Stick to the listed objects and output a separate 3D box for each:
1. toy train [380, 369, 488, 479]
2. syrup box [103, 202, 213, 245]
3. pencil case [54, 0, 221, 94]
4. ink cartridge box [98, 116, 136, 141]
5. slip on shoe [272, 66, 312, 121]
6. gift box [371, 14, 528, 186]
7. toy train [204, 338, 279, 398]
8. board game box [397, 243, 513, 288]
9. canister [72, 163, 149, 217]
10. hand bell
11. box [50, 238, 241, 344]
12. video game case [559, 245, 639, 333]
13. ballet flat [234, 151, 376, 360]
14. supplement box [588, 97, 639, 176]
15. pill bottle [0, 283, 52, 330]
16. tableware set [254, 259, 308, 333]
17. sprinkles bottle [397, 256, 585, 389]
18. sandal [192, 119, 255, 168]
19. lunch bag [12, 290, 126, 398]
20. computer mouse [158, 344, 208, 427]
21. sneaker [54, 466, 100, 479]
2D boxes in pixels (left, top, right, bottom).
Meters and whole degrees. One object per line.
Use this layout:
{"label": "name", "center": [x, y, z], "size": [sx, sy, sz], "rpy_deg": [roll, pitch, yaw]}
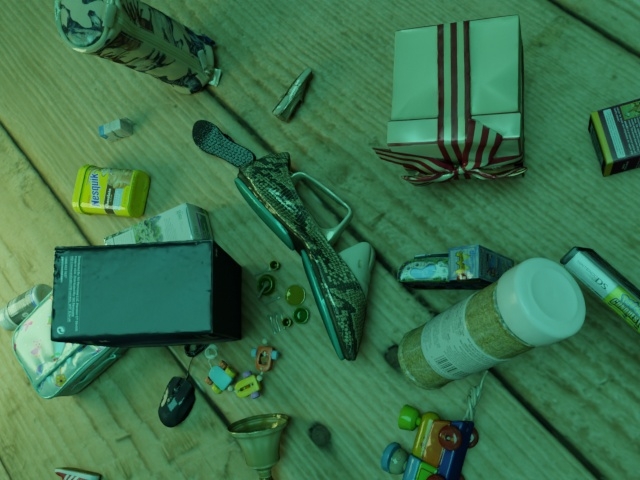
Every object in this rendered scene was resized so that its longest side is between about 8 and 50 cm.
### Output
{"label": "toy train", "center": [0.207, 0.336, 1.060], "size": [0.143, 0.105, 0.248], "rpy_deg": [14, 84, 36]}
{"label": "syrup box", "center": [-0.373, 0.003, 1.346], "size": [0.236, 0.096, 0.093], "rpy_deg": [-21, 74, 16]}
{"label": "pencil case", "center": [-0.387, -0.442, 1.273], "size": [0.183, 0.410, 0.160], "rpy_deg": [14, 95, 19]}
{"label": "ink cartridge box", "center": [-0.518, -0.284, 1.486], "size": [0.083, 0.048, 0.028], "rpy_deg": [-15, 74, 18]}
{"label": "slip on shoe", "center": [-0.056, -0.332, 1.324], "size": [0.041, 0.051, 0.135], "rpy_deg": [36, 84, -16]}
{"label": "gift box", "center": [0.245, -0.237, 1.067], "size": [0.255, 0.276, 0.258], "rpy_deg": [-1, 80, 26]}
{"label": "toy train", "center": [-0.165, 0.272, 1.241], "size": [0.166, 0.046, 0.125], "rpy_deg": [-1, 78, 18]}
{"label": "board game box", "center": [0.243, 0.051, 1.045], "size": [0.194, 0.194, 0.060], "rpy_deg": [-2, 79, 20]}
{"label": "canister", "center": [-0.518, -0.121, 1.441], "size": [0.169, 0.073, 0.126], "rpy_deg": [6, 82, 20]}
{"label": "hand bell", "center": [-0.109, 0.484, 1.156], "size": [0.126, 0.126, 0.242], "rpy_deg": [-8, 88, 19]}
{"label": "box", "center": [-0.324, 0.117, 1.156], "size": [0.294, 0.296, 0.183], "rpy_deg": [-4, 78, 2]}
{"label": "video game case", "center": [0.494, 0.106, 0.894], "size": [0.248, 0.275, 0.035], "rpy_deg": [47, 111, 22]}
{"label": "ballet flat", "center": [0.000, 0.000, 1.184], "size": [0.182, 0.164, 0.483], "rpy_deg": [-29, 67, -8]}
{"label": "supplement box", "center": [0.586, -0.195, 1.024], "size": [0.188, 0.081, 0.104], "rpy_deg": [-15, 74, 18]}
{"label": "pill bottle", "center": [-0.738, 0.171, 1.463], "size": [0.137, 0.078, 0.078], "rpy_deg": [-28, 71, 14]}
{"label": "tableware set", "center": [-0.086, 0.117, 1.251], "size": [0.104, 0.024, 0.154], "rpy_deg": [-25, 71, 15]}
{"label": "sprinkles bottle", "center": [0.258, 0.149, 0.946], "size": [0.121, 0.355, 0.121], "rpy_deg": [10, 61, -19]}
{"label": "sandal", "center": [-0.229, -0.221, 1.373], "size": [0.179, 0.040, 0.067], "rpy_deg": [34, 98, 9]}
{"label": "lunch bag", "center": [-0.579, 0.226, 1.374], "size": [0.279, 0.108, 0.224], "rpy_deg": [-42, 68, 8]}
{"label": "computer mouse", "center": [-0.302, 0.298, 1.289], "size": [0.071, 0.041, 0.242], "rpy_deg": [16, 85, 24]}
{"label": "sneaker", "center": [-0.567, 0.562, 1.336], "size": [0.118, 0.042, 0.067], "rpy_deg": [3, 77, 20]}
